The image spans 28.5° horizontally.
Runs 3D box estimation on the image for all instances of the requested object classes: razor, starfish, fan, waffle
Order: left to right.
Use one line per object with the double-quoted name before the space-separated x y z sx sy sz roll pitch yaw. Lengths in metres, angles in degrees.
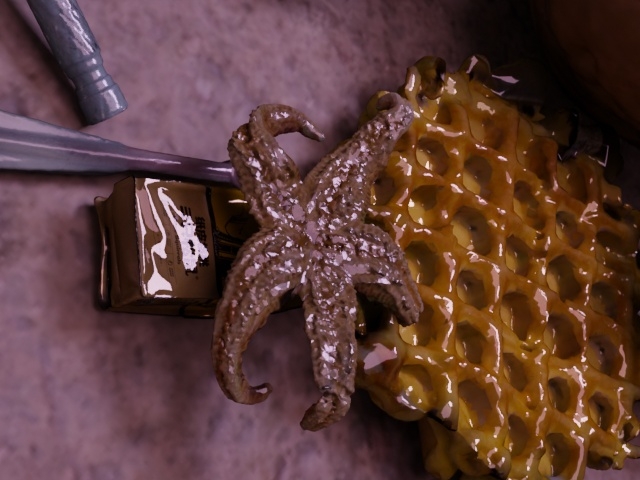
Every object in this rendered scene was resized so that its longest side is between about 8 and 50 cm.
"razor" -0.167 -0.171 0.683 0.068 0.106 0.232 -35 105 -40
"fan" -0.157 -0.056 0.674 0.282 0.023 0.057 5 69 -33
"starfish" 0.006 -0.002 0.696 0.150 0.053 0.209 41 59 -20
"waffle" 0.123 0.019 0.840 0.329 0.062 0.329 16 63 -33

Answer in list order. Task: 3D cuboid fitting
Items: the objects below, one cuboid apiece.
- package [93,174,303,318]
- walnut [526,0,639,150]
"package" -0.062 0.006 0.713 0.131 0.047 0.071 3 69 -39
"walnut" 0.309 -0.185 0.920 0.344 0.306 0.306 32 56 -20
